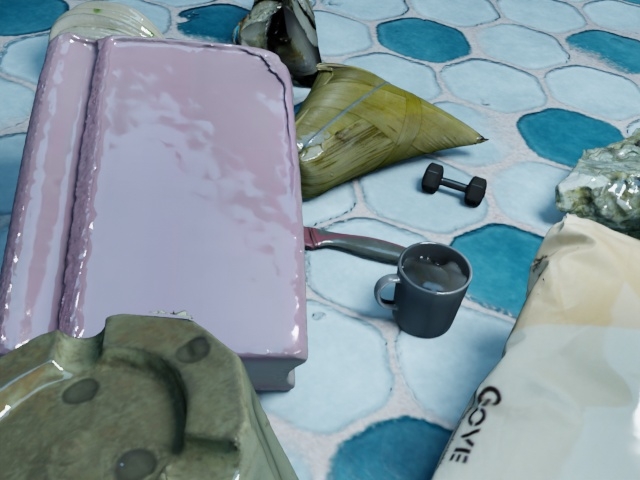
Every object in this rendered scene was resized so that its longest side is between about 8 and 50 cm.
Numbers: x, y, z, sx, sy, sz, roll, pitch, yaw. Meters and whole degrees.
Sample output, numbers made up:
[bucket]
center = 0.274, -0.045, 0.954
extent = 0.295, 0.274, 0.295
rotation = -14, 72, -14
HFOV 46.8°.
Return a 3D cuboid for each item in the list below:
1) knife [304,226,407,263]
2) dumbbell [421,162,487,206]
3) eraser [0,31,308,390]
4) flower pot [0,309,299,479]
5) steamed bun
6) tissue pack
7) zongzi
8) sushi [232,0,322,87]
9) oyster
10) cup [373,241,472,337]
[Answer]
[knife]
center = 0.000, 0.000, 0.882
extent = 0.248, 0.018, 0.035
rotation = 11, 45, 9
[dumbbell]
center = 0.175, -0.073, 0.968
extent = 0.083, 0.036, 0.040
rotation = 19, 43, 13
[eraser]
center = -0.155, -0.035, 0.743
extent = 0.273, 0.122, 0.358
rotation = 2, 61, -7
[flower pot]
center = -0.101, 0.200, 0.423
extent = 0.291, 0.259, 0.290
rotation = -9, 34, 6
[steamed bun]
center = -0.315, -0.287, 1.091
extent = 0.183, 0.106, 0.182
rotation = 3, 41, -3
[tissue pack]
center = 0.288, 0.192, 0.589
extent = 0.390, 0.195, 0.375
rotation = 19, 57, 14
[zongzi]
center = 0.080, -0.118, 0.966
extent = 0.256, 0.115, 0.228
rotation = 24, 47, 3
[sushi]
center = -0.076, -0.350, 1.193
extent = 0.109, 0.134, 0.272
rotation = -20, 50, 17
[oyster]
center = 0.437, -0.079, 0.957
extent = 0.198, 0.112, 0.268
rotation = 32, 51, 25
[cup]
center = 0.104, 0.055, 0.786
extent = 0.100, 0.077, 0.078
rotation = -4, 43, -12
